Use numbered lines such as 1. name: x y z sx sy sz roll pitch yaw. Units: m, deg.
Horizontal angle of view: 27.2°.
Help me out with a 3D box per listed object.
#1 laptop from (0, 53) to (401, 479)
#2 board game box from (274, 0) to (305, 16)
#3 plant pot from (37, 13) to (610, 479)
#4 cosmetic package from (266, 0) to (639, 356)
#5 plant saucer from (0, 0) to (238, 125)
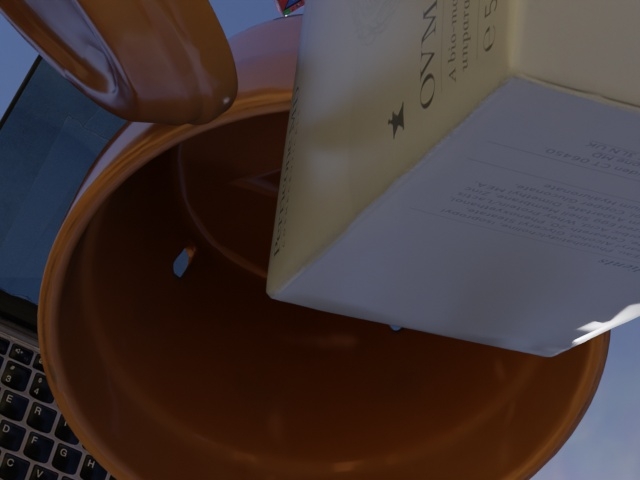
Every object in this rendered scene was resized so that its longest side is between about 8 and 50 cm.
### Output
1. laptop: -0.111 0.119 0.952 0.236 0.382 0.408 -34 -145 53
2. board game box: 0.049 -0.405 1.648 0.281 0.145 0.027 -33 -129 -8
3. plant pot: 0.000 0.000 0.753 0.291 0.291 0.203 -53 -159 27
4. cosmetic package: 0.084 -0.098 0.478 0.225 0.138 0.224 134 -34 -65
5. plant saucer: -0.114 -0.119 0.536 0.037 0.200 0.200 -44 -141 -14
